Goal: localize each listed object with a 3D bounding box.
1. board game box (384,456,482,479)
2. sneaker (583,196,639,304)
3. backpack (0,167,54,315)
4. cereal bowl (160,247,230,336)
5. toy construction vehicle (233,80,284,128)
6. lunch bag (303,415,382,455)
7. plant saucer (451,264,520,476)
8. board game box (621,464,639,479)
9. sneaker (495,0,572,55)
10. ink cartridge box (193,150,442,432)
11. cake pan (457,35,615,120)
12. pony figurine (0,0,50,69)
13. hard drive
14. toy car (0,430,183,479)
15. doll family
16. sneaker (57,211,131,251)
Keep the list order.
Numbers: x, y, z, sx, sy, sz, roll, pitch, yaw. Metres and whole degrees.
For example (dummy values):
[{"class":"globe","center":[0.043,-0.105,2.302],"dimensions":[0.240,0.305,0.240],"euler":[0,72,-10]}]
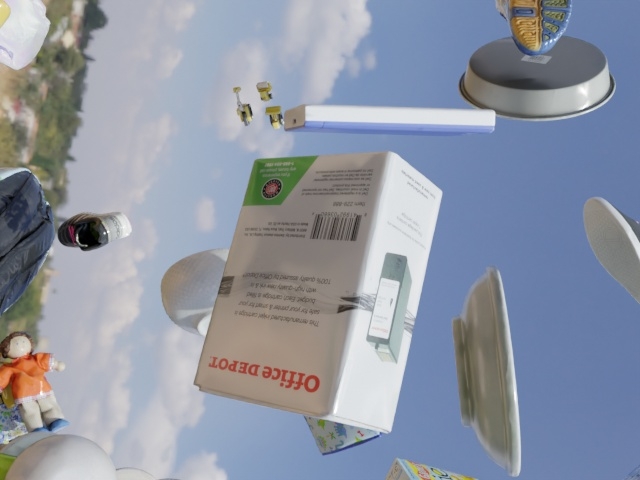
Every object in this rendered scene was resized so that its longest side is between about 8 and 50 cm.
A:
[{"class":"board game box","center":[0.227,0.462,1.186],"dimensions":[0.144,0.275,0.142],"euler":[-65,-158,9]},{"class":"sneaker","center":[0.613,0.024,1.390],"dimensions":[0.295,0.147,0.104],"euler":[55,-23,17]},{"class":"backpack","center":[-0.653,-0.004,1.445],"dimensions":[0.355,0.273,0.290],"euler":[-54,140,-49]},{"class":"cereal bowl","center":[-0.254,0.167,2.039],"dimensions":[0.339,0.339,0.141],"euler":[122,-34,-47]},{"class":"toy construction vehicle","center":[-0.122,-0.258,1.486],"dimensions":[0.035,0.086,0.098],"euler":[-77,161,-51]},{"class":"lunch bag","center":[0.042,0.347,1.520],"dimensions":[0.128,0.151,0.096],"euler":[65,18,6]},{"class":"plant saucer","center":[0.313,0.251,1.475],"dimensions":[0.400,0.101,0.400],"euler":[-6,90,-80]},{"class":"board game box","center":[0.453,0.325,1.054],"dimensions":[0.020,0.090,0.090],"euler":[51,-9,16]},{"class":"sneaker","center":[0.381,-0.439,1.401],"dimensions":[0.131,0.112,0.296],"euler":[106,-10,-62]},{"class":"ink cartridge box","center":[-0.003,0.055,0.875],"dimensions":[0.211,0.121,0.289],"euler":[3,-108,40]},{"class":"cake pan","center":[0.411,-0.321,1.457],"dimensions":[0.293,0.293,0.054],"euler":[-107,-173,-53]},{"class":"pony figurine","center":[-0.421,-0.285,0.831],"dimensions":[0.363,0.303,0.350],"euler":[-27,-133,39]},{"class":"hard drive","center":[0.110,-0.207,1.325],"dimensions":[0.210,0.319,0.040],"euler":[-153,-117,-77]},{"class":"toy car","center":[-0.177,0.223,0.556],"dimensions":[0.159,0.182,0.136],"euler":[-20,-137,58]},{"class":"doll family","center":[-0.449,0.204,0.931],"dimensions":[0.118,0.263,0.163],"euler":[-44,-110,51]},{"class":"sneaker","center":[-0.418,-0.015,1.349],"dimensions":[0.170,0.075,0.063],"euler":[-5,-77,33]}]
